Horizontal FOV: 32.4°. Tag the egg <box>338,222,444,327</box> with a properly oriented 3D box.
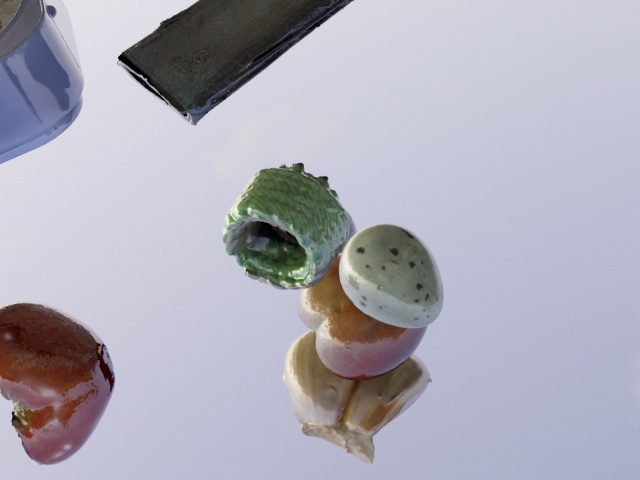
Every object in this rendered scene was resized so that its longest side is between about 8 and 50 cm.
[{"bbox_3d":[0.099,0.052,1.496,0.131,0.131,0.164,-21,-116,-33],"label":"egg"}]

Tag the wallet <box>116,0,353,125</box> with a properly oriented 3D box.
[{"bbox_3d":[-0.054,-0.289,1.328,0.379,0.046,0.191,-38,-138,-13],"label":"wallet"}]

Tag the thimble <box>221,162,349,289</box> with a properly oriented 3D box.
[{"bbox_3d":[-0.062,-0.022,1.953,0.219,0.219,0.150,11,-133,23],"label":"thimble"}]

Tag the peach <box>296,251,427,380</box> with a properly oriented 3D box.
[{"bbox_3d":[0.085,0.134,2.087,0.253,0.252,0.252,-1,-152,1],"label":"peach"}]

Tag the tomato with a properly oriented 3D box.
[{"bbox_3d":[-0.366,0.186,1.551,0.140,0.233,0.200,-18,-161,1],"label":"tomato"}]

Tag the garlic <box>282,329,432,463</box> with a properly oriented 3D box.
[{"bbox_3d":[0.079,0.296,2.281,0.286,0.249,0.313,6,-152,23],"label":"garlic"}]

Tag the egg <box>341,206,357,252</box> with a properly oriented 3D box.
[{"bbox_3d":[0.000,0.000,2.477,0.177,0.228,0.177,9,-130,-11],"label":"egg"}]

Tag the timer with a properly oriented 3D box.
[{"bbox_3d":[-0.502,-0.224,1.397,0.395,0.173,0.395,-13,-138,11],"label":"timer"}]
